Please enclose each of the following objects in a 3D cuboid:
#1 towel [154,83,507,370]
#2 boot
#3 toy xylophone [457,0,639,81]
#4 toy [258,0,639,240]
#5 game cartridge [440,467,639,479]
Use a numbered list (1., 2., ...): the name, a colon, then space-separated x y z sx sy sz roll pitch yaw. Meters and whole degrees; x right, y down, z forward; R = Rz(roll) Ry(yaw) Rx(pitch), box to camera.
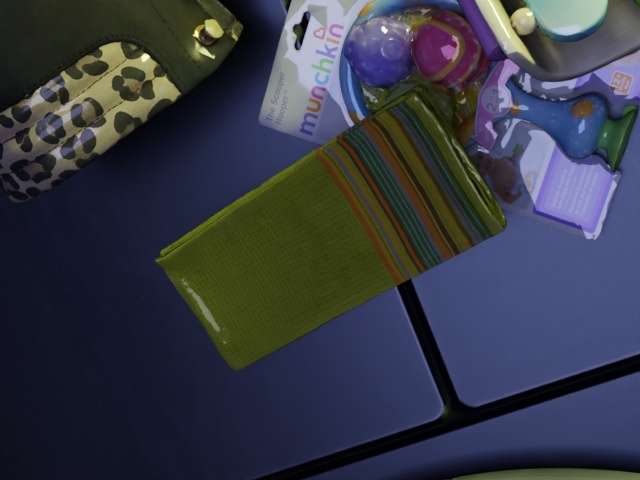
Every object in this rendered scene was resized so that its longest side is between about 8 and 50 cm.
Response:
1. towel: 0.000 0.000 0.863 0.237 0.021 0.102 -31 93 32
2. boot: -0.145 -0.232 0.821 0.377 0.138 0.284 -43 112 -16
3. toy xylophone: 0.229 -0.177 0.724 0.323 0.081 0.236 -35 71 2
4. toy: 0.080 -0.099 0.839 0.237 0.056 0.136 19 103 11
5. game cartridge: 0.170 0.248 0.880 0.294 0.060 0.196 -1 95 15
